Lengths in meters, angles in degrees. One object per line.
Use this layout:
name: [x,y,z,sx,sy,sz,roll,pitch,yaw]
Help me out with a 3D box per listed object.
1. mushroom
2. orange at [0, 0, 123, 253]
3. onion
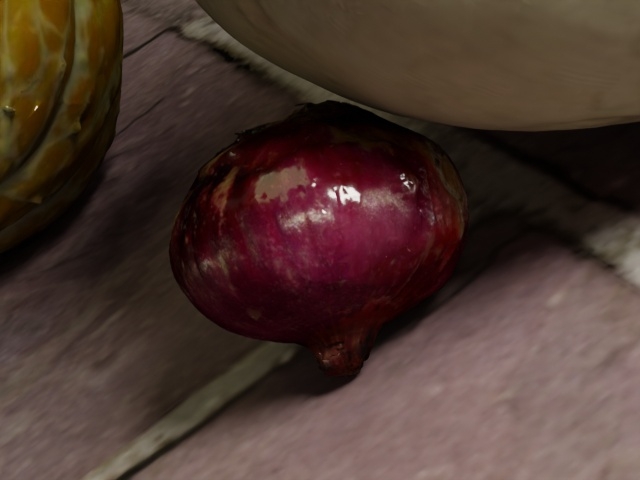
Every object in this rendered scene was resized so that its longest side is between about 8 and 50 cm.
mushroom: [0.069,-0.210,0.638,0.314,0.336,0.314,-10,11,2]
orange: [-0.258,-0.097,0.914,0.329,0.249,0.329,-17,-8,-2]
onion: [0.000,0.000,0.647,0.107,0.097,0.107,-14,-2,0]
